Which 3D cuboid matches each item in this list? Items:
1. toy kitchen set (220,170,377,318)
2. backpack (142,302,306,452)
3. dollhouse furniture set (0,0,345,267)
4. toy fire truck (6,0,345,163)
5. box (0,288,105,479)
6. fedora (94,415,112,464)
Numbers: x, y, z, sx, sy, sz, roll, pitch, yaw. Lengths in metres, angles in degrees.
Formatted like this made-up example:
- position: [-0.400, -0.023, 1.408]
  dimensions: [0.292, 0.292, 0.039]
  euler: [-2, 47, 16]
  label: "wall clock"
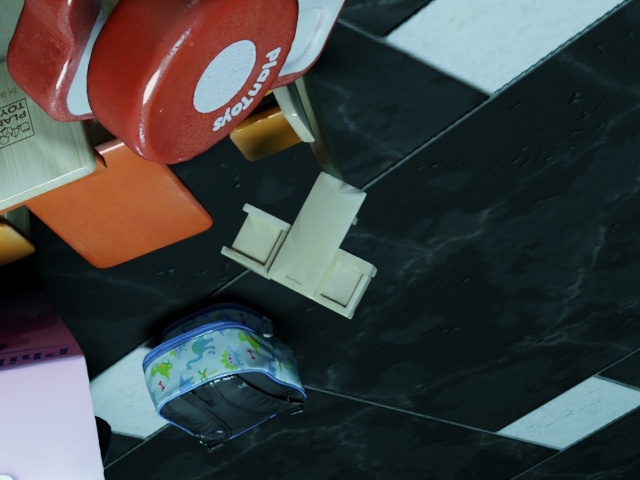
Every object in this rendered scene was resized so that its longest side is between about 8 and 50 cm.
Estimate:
- position: [0.000, 0.000, 1.025]
  dimensions: [0.068, 0.083, 0.075]
  euler: [-62, 167, -3]
  label: "toy kitchen set"
- position: [-0.080, 0.099, 1.333]
  dimensions: [0.105, 0.084, 0.114]
  euler: [-26, 155, 15]
  label: "backpack"
- position: [-0.134, -0.040, 0.986]
  dimensions: [0.262, 0.135, 0.259]
  euler: [-22, 157, 7]
  label: "dollhouse furniture set"
- position: [-0.032, -0.188, 0.786]
  dimensions: [0.254, 0.169, 0.302]
  euler: [-22, 145, -53]
  label: "toy fire truck"
- position: [-0.261, 0.122, 1.117]
  dimensions: [0.213, 0.117, 0.243]
  euler: [-10, -169, -13]
  label: "box"
- position: [-0.253, 0.269, 1.295]
  dimensions: [0.334, 0.152, 0.334]
  euler: [-29, -168, 7]
  label: "fedora"
